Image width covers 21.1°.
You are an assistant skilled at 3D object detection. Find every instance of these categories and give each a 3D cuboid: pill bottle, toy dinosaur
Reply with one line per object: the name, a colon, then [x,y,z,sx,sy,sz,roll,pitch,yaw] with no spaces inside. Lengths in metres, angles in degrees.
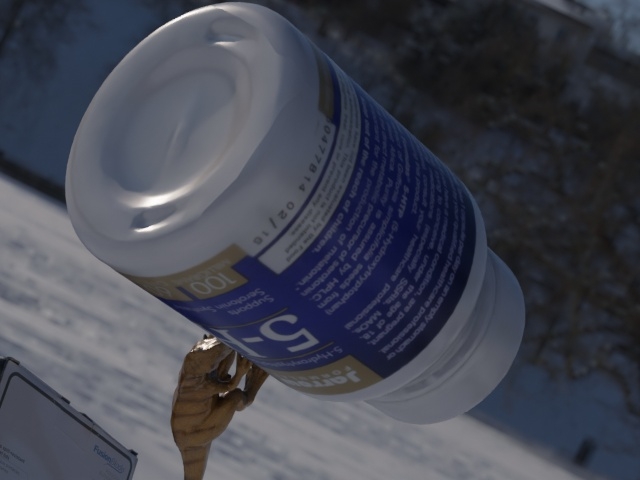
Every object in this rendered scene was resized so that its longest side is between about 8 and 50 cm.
pill bottle: [0.000,0.000,0.678,0.112,0.112,0.187,26,-9,46]
toy dinosaur: [-0.080,0.118,1.137,0.064,0.112,0.211,24,-43,18]

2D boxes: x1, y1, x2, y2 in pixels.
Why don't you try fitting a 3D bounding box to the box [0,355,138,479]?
box: [-0.232,0.237,1.112,0.087,0.290,0.169,0,-28,30]
